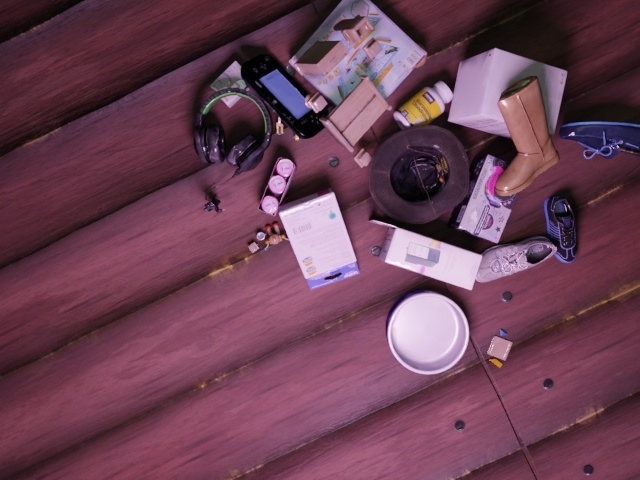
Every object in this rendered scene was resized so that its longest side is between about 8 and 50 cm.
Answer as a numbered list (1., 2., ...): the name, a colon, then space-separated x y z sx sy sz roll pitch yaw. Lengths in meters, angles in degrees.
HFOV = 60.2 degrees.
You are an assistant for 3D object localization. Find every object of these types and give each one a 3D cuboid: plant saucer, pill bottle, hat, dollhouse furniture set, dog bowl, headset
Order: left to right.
1. headset: -0.299 -0.288 1.765 0.243 0.185 0.395 17 102 0
2. dollhouse furniture set: 0.103 -0.471 1.760 0.303 0.174 0.355 -47 121 -5
3. plant saucer: 0.314 -0.616 1.830 0.083 0.015 0.084 0 93 1
4. hat: 0.308 -0.211 1.793 0.330 0.134 0.332 0 93 -4
5. pill bottle: 0.336 -0.431 1.795 0.184 0.103 0.103 -40 92 2
6. dog bowl: 0.350 0.300 1.832 0.264 0.104 0.265 0 93 1

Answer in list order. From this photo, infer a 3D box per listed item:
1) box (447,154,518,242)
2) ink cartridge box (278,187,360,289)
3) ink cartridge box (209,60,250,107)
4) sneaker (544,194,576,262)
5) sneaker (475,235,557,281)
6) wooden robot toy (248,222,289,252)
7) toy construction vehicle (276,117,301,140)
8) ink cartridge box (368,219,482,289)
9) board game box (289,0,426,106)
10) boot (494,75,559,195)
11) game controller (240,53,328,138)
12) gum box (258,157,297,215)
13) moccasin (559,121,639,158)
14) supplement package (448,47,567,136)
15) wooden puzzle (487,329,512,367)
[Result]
1. box: 0.534 -0.131 1.778 0.142 0.163 0.248 20 93 -2
2. ink cartridge box: 0.000 0.000 1.803 0.185 0.065 0.311 -20 115 2
3. ink cartridge box: -0.290 -0.513 1.821 0.122 0.052 0.088 -44 92 4
4. sneaker: 0.798 -0.034 1.818 0.081 0.090 0.233 -17 92 1
5. sneaker: 0.634 0.055 1.811 0.281 0.115 0.105 -25 92 2
6. wooden robot toy: -0.163 -0.012 1.832 0.173 0.079 0.076 -20 93 1
7. toy construction vehicle: -0.105 -0.382 1.834 0.085 0.035 0.098 1 93 0
8. ink cartridge box: 0.309 0.041 1.767 0.353 0.207 0.119 19 92 0
9. board game box: 0.120 -0.590 1.799 0.318 0.066 0.319 43 96 -2
10. boot: 0.563 -0.297 1.598 0.236 0.089 0.270 -37 120 -9
11. game controller: -0.114 -0.463 1.779 0.319 0.166 0.067 45 129 -2
12. gum box: -0.137 -0.177 1.809 0.062 0.107 0.189 22 93 -1
13. moccasin: 0.945 -0.319 1.782 0.341 0.138 0.117 4 97 1
14. supplement package: 0.574 -0.445 1.714 0.262 0.198 0.200 10 93 -18
15. wooden puzzle: 0.609 0.367 1.879 0.078 0.014 0.116 28 93 -5
